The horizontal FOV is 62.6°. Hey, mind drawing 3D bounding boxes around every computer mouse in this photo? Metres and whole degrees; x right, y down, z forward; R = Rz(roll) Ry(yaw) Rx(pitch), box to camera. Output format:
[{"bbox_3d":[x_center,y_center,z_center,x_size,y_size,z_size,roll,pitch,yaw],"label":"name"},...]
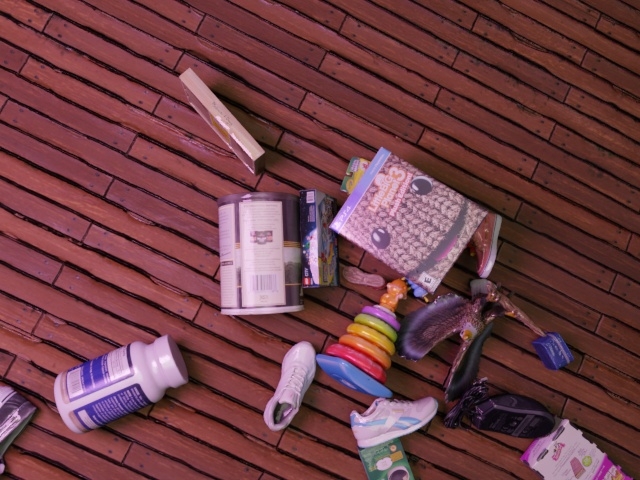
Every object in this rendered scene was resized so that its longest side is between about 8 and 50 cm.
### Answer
[{"bbox_3d":[0.466,0.430,1.345,0.273,0.072,0.188,16,125,-9],"label":"computer mouse"}]

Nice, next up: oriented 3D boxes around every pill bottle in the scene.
[{"bbox_3d":[-0.457,0.328,1.228,0.265,0.153,0.153,-22,88,-8],"label":"pill bottle"}]

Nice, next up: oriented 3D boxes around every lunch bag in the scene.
[{"bbox_3d":[0.618,0.288,1.399,0.065,0.067,0.098,-28,87,-9],"label":"lunch bag"}]

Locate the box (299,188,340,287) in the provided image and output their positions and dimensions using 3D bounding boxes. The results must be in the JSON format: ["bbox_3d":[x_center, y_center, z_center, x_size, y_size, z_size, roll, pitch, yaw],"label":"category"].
[{"bbox_3d":[0.000,0.000,1.308,0.044,0.159,0.232,-4,84,20],"label":"box"}]

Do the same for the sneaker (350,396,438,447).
[{"bbox_3d":[0.187,0.438,1.327,0.229,0.087,0.092,-19,85,-10],"label":"sneaker"}]

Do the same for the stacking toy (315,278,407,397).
[{"bbox_3d":[0.137,0.225,1.320,0.175,0.166,0.301,36,70,-17],"label":"stacking toy"}]

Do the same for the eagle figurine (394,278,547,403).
[{"bbox_3d":[0.363,0.233,1.338,0.298,0.225,0.226,-47,47,23],"label":"eagle figurine"}]

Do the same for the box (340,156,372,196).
[{"bbox_3d":[0.149,-0.145,1.399,0.179,0.043,0.105,21,84,-6],"label":"box"}]

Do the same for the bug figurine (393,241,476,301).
[{"bbox_3d":[0.296,0.015,1.385,0.279,0.072,0.216,-36,89,-8],"label":"bug figurine"}]

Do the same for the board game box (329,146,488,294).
[{"bbox_3d":[0.212,-0.045,1.274,0.291,0.141,0.232,33,93,12],"label":"board game box"}]

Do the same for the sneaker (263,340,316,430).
[{"bbox_3d":[-0.065,0.363,1.288,0.091,0.115,0.232,20,83,-4],"label":"sneaker"}]

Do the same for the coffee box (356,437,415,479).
[{"bbox_3d":[0.174,0.592,1.332,0.113,0.040,0.184,-21,87,-8],"label":"coffee box"}]

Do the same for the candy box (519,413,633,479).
[{"bbox_3d":[0.666,0.596,1.373,0.233,0.071,0.159,43,82,-2],"label":"candy box"}]

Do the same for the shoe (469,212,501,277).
[{"bbox_3d":[0.400,0.004,1.332,0.081,0.063,0.177,18,70,-1],"label":"shoe"}]

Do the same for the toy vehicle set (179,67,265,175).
[{"bbox_3d":[-0.238,-0.285,1.304,0.035,0.166,0.267,-42,91,-8],"label":"toy vehicle set"}]

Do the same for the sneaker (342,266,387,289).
[{"bbox_3d":[0.118,0.100,1.377,0.119,0.067,0.042,16,85,25],"label":"sneaker"}]

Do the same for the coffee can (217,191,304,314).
[{"bbox_3d":[-0.144,0.035,1.267,0.202,0.201,0.275,-2,85,-7],"label":"coffee can"}]

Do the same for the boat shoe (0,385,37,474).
[{"bbox_3d":[-0.779,0.502,1.190,0.119,0.121,0.335,30,80,1],"label":"boat shoe"}]
